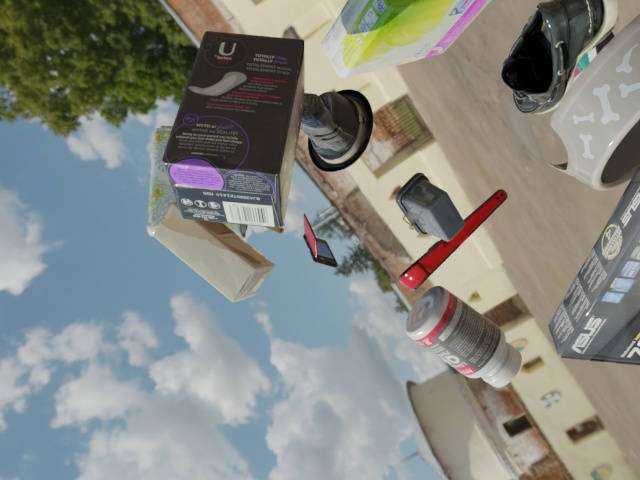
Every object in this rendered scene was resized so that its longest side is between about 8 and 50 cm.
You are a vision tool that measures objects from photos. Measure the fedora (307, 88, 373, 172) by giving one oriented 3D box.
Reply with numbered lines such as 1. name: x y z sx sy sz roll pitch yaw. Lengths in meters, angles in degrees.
1. fedora: 0.038 -0.431 2.085 0.153 0.334 0.334 21 -144 -51

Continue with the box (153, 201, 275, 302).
1. box: -0.299 0.029 1.578 0.311 0.121 0.148 37 -168 12

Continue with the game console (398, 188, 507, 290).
1. game console: 0.354 0.007 1.547 0.060 0.342 0.386 44 -178 9

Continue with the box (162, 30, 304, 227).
1. box: -0.120 -0.173 0.860 0.143 0.165 0.270 93 -175 -60

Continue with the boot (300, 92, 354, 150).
1. boot: -0.064 -0.387 1.808 0.338 0.118 0.223 33 176 42

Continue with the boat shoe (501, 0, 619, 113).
1. boat shoe: 0.359 -0.293 0.922 0.340 0.113 0.127 82 166 -82

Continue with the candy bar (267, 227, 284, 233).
1. candy bar: -0.175 -0.063 1.611 0.162 0.018 0.040 24 -118 -23

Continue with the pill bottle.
1. pill bottle: 0.420 0.286 1.618 0.319 0.176 0.176 35 -165 -8

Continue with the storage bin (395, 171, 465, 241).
1. storage bin: 0.226 -0.057 1.135 0.135 0.098 0.091 49 173 -36

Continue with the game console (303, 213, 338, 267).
1. game console: 0.000 0.000 1.700 0.124 0.085 0.144 17 -153 -27

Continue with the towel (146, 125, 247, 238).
1. towel: -0.385 -0.193 1.791 0.090 0.321 0.374 26 -114 -77

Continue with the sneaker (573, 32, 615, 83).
1. sneaker: 0.617 -0.344 1.349 0.178 0.124 0.295 -7 82 61

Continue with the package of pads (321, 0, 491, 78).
1. package of pads: 0.169 -0.426 1.050 0.101 0.297 0.229 64 153 7

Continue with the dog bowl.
1. dog bowl: 0.526 -0.222 0.888 0.102 0.349 0.349 53 -172 28

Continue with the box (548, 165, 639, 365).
1. box: 0.629 0.066 0.972 0.097 0.318 0.394 -86 4 -50
